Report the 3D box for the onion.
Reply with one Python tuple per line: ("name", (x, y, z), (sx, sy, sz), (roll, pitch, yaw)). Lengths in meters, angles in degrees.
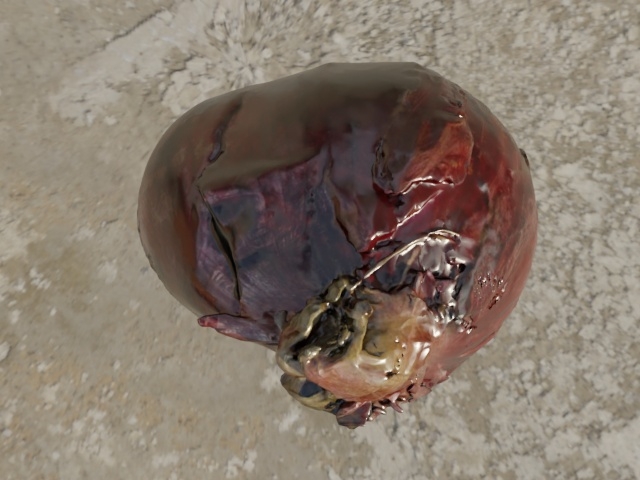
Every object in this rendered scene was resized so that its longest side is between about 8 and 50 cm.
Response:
("onion", (0.004, -0.013, 0.576), (0.281, 0.281, 0.221), (-3, 131, -4))
